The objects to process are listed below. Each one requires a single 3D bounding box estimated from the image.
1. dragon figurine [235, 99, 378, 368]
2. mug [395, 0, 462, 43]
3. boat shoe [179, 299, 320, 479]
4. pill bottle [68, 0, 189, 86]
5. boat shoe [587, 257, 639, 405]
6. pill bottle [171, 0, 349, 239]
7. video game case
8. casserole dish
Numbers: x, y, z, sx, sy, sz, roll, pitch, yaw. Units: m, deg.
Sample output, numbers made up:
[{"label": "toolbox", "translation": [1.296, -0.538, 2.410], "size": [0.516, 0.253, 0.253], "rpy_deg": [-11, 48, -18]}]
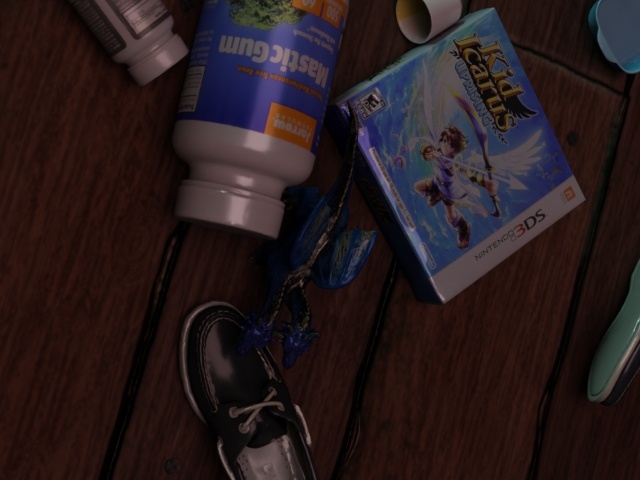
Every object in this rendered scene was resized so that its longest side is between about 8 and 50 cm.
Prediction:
[{"label": "dragon figurine", "translation": [0.000, 0.000, 1.177], "size": [0.085, 0.144, 0.289], "rpy_deg": [32, 93, -24]}, {"label": "mug", "translation": [0.130, -0.278, 1.296], "size": [0.064, 0.062, 0.078], "rpy_deg": [-26, 109, -30]}, {"label": "boat shoe", "translation": [-0.063, 0.209, 1.196], "size": [0.114, 0.091, 0.303], "rpy_deg": [-27, 102, -22]}, {"label": "pill bottle", "translation": [-0.200, -0.231, 1.130], "size": [0.078, 0.078, 0.137], "rpy_deg": [-41, 107, -19]}, {"label": "boat shoe", "translation": [0.424, 0.109, 1.425], "size": [0.079, 0.095, 0.255], "rpy_deg": [33, 68, -10]}, {"label": "pill bottle", "translation": [-0.069, -0.144, 1.153], "size": [0.152, 0.152, 0.272], "rpy_deg": [14, 84, -25]}, {"label": "video game case", "translation": [0.163, -0.101, 1.313], "size": [0.244, 0.061, 0.270], "rpy_deg": [-34, 105, -22]}, {"label": "casserole dish", "translation": [0.419, -0.295, 1.442], "size": [0.188, 0.037, 0.114], "rpy_deg": [-38, 106, -20]}]
